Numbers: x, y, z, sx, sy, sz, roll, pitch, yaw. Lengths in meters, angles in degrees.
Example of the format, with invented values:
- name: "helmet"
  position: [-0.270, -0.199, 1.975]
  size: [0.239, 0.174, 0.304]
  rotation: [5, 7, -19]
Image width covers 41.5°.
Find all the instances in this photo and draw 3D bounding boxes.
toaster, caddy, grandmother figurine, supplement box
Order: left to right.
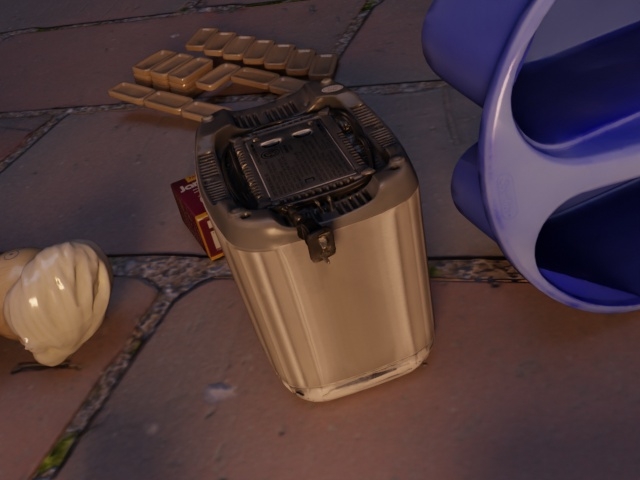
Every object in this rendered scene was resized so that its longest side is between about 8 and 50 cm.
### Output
- name: "grandmother figurine"
  position: [-0.320, 0.064, 0.626]
  size: [0.342, 0.104, 0.208]
  rotation: [-12, 26, 4]
- name: "supplement box"
  position: [-0.088, -0.027, 0.729]
  size: [0.055, 0.043, 0.083]
  rotation: [-25, 33, -15]
- name: "toaster"
  position: [0.000, 0.000, 0.556]
  size: [0.129, 0.147, 0.227]
  rotation: [-20, 32, -7]
- name: "caddy"
  position: [0.232, -0.099, 0.535]
  size: [0.341, 0.241, 0.179]
  rotation: [-23, 27, -12]

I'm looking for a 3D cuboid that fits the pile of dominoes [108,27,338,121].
- name: "pile of dominoes"
  position: [-0.108, -0.183, 1.006]
  size: [0.251, 0.040, 0.196]
  rotation: [19, 44, 30]
